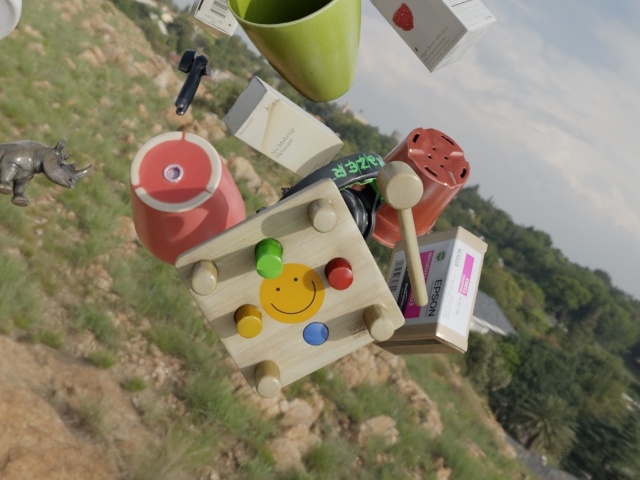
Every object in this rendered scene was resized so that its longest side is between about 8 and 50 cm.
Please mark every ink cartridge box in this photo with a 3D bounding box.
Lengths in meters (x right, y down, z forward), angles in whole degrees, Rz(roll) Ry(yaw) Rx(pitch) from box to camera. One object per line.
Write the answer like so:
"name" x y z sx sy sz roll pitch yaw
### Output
"ink cartridge box" 0.212 0.104 1.298 0.088 0.235 0.193 31 -27 -27

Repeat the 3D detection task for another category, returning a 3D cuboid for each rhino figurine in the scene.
"rhino figurine" -0.487 -0.113 1.032 0.243 0.073 0.106 -5 64 -9

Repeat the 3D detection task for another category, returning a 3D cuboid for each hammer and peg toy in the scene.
"hammer and peg toy" 0.011 0.055 0.938 0.266 0.361 0.127 62 3 -19

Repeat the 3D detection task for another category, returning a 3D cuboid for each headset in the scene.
"headset" 0.000 0.000 1.213 0.243 0.394 0.185 -17 69 -37

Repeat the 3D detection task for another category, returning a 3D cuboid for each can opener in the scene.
"can opener" -0.312 -0.375 1.567 0.073 0.186 0.059 8 -26 6

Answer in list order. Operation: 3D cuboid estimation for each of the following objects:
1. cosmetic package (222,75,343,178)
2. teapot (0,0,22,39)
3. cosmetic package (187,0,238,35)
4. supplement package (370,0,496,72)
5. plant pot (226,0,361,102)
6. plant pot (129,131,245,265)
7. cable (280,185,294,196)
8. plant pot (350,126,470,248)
"cosmetic package" -0.102 -0.307 1.851 0.309 0.160 0.113 27 18 -40
"teapot" -0.687 -0.479 1.182 0.256 0.252 0.187 86 -19 -78
"cosmetic package" -0.319 -0.727 2.026 0.129 0.153 0.296 22 8 -20
"supplement package" 0.315 -0.660 1.858 0.175 0.177 0.293 -32 81 -42
"plant pot" -0.020 -0.449 1.415 0.274 0.275 0.293 40 -12 33
"plant pot" -0.312 -0.103 1.482 0.275 0.275 0.243 35 -19 10
"cable" -0.046 -0.063 1.690 0.184 0.047 0.151 48 35 -19
"plant pot" 0.261 -0.157 1.822 0.272 0.265 0.273 16 52 -21
